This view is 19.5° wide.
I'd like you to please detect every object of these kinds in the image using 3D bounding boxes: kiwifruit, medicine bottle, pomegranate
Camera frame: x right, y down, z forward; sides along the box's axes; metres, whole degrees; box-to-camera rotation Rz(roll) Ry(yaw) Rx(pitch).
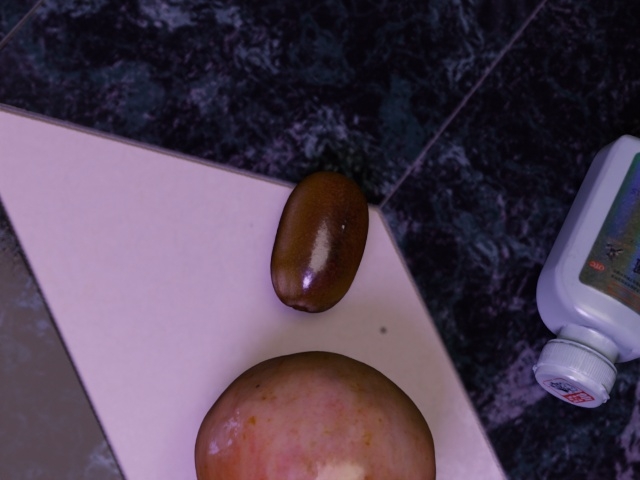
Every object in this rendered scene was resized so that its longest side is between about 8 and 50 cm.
[{"bbox_3d":[0.000,0.000,1.550,0.075,0.075,0.124,21,68,-10],"label":"kiwifruit"},{"bbox_3d":[0.258,0.032,1.609,0.121,0.083,0.229,31,71,-10],"label":"medicine bottle"},{"bbox_3d":[-0.004,0.174,1.447,0.191,0.191,0.191,4,76,-15],"label":"pomegranate"}]
